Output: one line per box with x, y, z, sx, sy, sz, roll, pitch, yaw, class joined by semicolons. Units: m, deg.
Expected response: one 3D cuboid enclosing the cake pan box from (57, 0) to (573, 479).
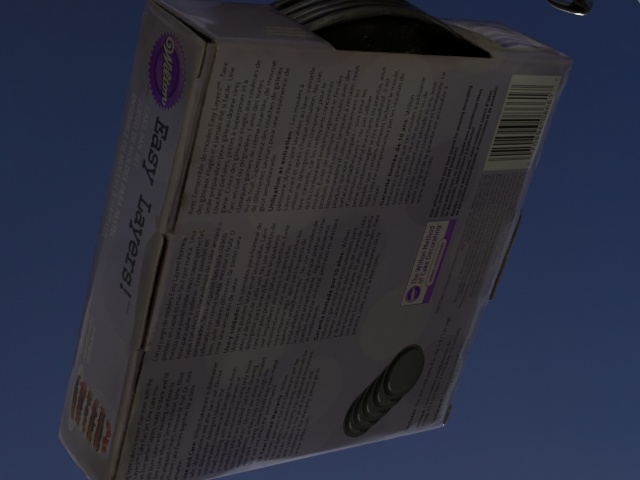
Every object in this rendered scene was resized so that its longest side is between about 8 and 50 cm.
0.000;0.000;0.631;0.246;0.070;0.266;-7;-57;-40;cake pan box

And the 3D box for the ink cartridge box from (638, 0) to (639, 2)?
0.242;-0.216;0.486;0.304;0.072;0.307;-36;-32;18;ink cartridge box

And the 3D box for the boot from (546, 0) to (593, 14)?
0.064;-0.264;0.660;0.229;0.091;0.262;8;-59;22;boot
